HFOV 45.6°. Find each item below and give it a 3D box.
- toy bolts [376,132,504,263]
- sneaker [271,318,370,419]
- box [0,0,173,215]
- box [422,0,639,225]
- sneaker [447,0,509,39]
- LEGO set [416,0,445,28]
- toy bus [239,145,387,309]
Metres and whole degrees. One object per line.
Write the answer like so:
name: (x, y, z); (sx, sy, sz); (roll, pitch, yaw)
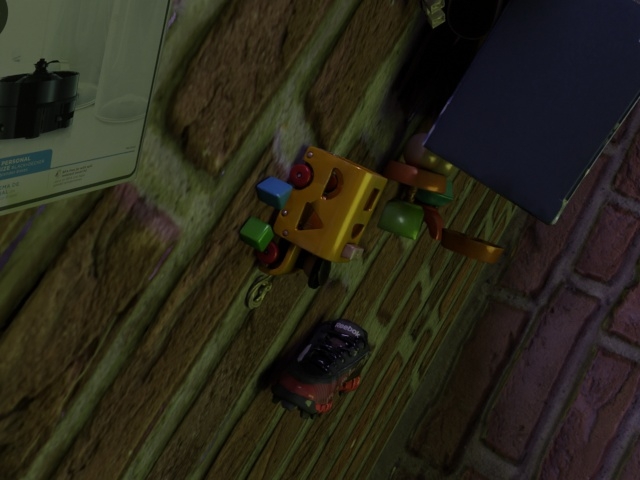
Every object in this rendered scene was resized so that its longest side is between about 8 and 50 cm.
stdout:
toy bolts: (0.203, -0.076, 1.234); (0.228, 0.218, 0.159); (-51, 159, -82)
sneaker: (0.009, 0.192, 1.204); (0.135, 0.097, 0.276); (-67, 162, 12)
box: (-0.150, -0.162, 0.376); (0.169, 0.087, 0.290); (-26, 139, -59)
box: (0.337, -0.236, 1.146); (0.294, 0.212, 0.395); (-59, 175, 20)
sneaker: (0.254, -0.429, 1.044); (0.123, 0.105, 0.290); (-52, 168, -43)
LEGO set: (0.133, -0.350, 0.868); (0.087, 0.093, 0.227); (-31, 164, 3)
toy bus: (0.003, -0.011, 0.920); (0.191, 0.104, 0.202); (-49, 156, -33)
